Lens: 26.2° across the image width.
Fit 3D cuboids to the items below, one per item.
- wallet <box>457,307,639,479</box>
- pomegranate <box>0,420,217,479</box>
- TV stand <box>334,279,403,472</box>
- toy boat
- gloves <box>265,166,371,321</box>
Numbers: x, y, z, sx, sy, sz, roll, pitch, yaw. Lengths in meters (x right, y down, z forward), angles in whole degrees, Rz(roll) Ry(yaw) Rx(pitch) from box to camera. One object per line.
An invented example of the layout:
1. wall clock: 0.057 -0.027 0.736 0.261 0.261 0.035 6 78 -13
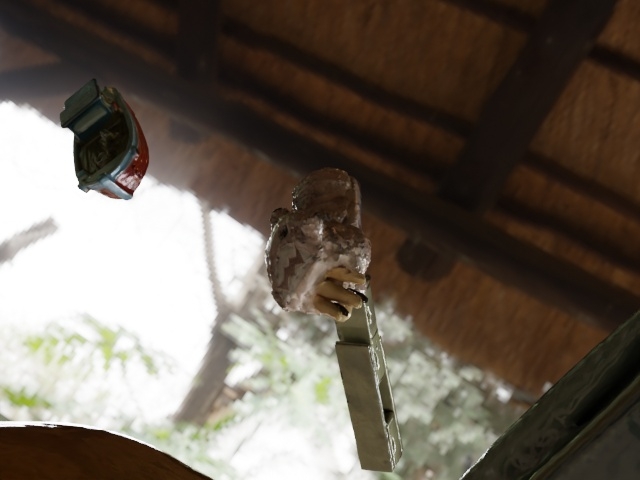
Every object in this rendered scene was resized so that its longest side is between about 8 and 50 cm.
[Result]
1. wallet: 0.274 0.189 0.783 0.360 0.252 0.083 33 28 -12
2. pomegranate: -0.096 0.171 0.363 0.264 0.264 0.264 31 -17 11
3. TV stand: 0.045 0.137 1.354 0.036 0.042 0.249 4 -48 19
4. toy boat: -0.198 -0.090 1.249 0.059 0.069 0.173 46 13 -36
5. gloves: -0.001 0.004 1.188 0.094 0.110 0.144 9 24 0
